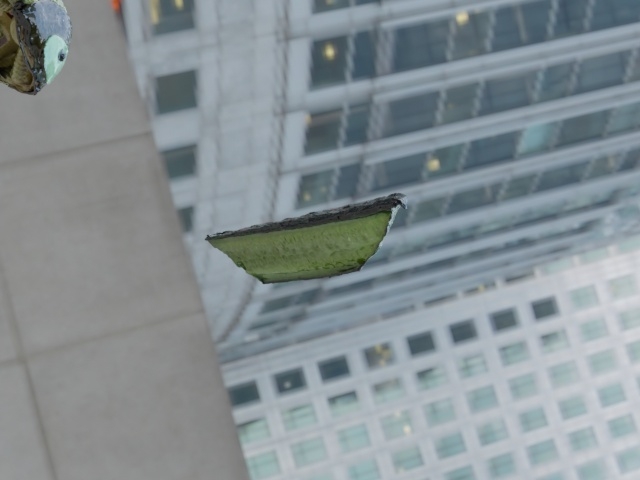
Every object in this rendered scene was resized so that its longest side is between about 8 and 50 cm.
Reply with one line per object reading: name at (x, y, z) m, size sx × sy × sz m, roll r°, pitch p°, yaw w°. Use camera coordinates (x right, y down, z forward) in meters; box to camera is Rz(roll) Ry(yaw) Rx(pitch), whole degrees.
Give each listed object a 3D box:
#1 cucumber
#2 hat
cucumber at (0.000, 0.000, 1.353) m, size 0.220 × 0.046 × 0.070 m, roll -10°, pitch -62°, yaw 33°
hat at (-0.187, -0.140, 0.905) m, size 0.076 × 0.059 × 0.077 m, roll 18°, pitch -45°, yaw 33°
